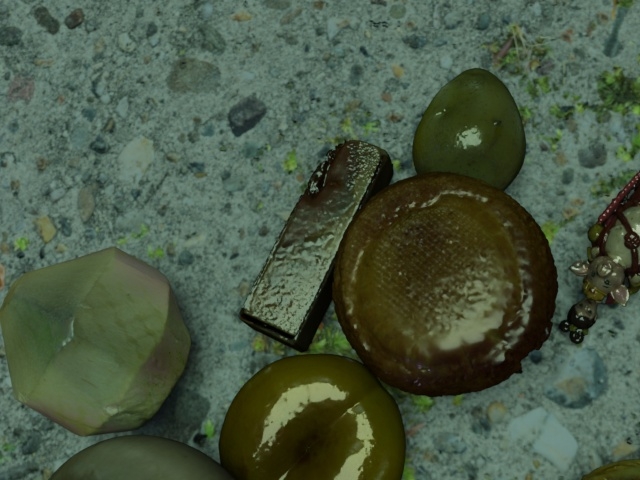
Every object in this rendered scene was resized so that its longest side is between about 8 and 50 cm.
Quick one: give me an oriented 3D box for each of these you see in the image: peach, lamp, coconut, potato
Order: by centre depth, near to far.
[{"bbox_3d":[-0.008,0.268,1.097,0.251,0.153,0.251,-1,88,19],"label":"peach"},{"bbox_3d":[0.403,0.019,1.126,0.118,0.118,0.253,40,83,17],"label":"lamp"},{"bbox_3d":[-0.318,0.135,1.153,0.259,0.259,0.259,-3,74,9],"label":"coconut"},{"bbox_3d":[0.217,-0.151,1.198,0.157,0.157,0.194,12,63,12],"label":"potato"}]

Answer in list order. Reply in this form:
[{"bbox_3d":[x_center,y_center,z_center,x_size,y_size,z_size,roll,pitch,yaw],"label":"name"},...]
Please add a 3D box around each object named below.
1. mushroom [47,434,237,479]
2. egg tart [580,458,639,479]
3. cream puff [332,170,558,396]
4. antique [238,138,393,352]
[{"bbox_3d":[-0.224,0.416,0.991,0.362,0.295,0.362,4,97,35],"label":"mushroom"},{"bbox_3d":[0.396,0.413,1.012,0.290,0.115,0.290,-2,75,7],"label":"egg tart"},{"bbox_3d":[0.161,0.059,1.102,0.303,0.212,0.303,-6,71,19],"label":"cream puff"},{"bbox_3d":[0.000,0.000,1.210,0.093,0.087,0.310,24,80,16],"label":"antique"}]
